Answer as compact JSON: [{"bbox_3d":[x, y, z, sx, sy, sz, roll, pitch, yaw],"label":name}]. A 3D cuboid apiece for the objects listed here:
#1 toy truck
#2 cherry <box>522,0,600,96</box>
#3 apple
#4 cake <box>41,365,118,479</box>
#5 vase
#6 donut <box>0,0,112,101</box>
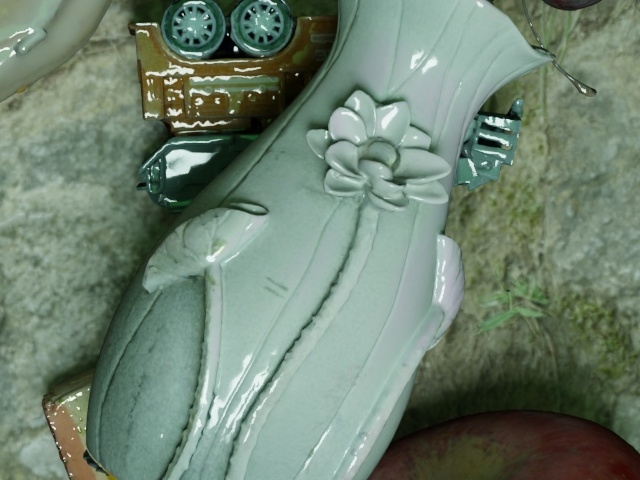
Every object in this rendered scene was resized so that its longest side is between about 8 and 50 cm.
[{"bbox_3d":[0.007,-0.121,1.284,0.338,0.133,0.184,-2,95,-7],"label":"toy truck"},{"bbox_3d":[0.246,-0.256,1.351,0.188,0.115,0.148,48,41,-10],"label":"cherry"},{"bbox_3d":[0.129,0.303,1.178,0.345,0.345,0.269,-26,113,-10],"label":"apple"},{"bbox_3d":[-0.157,0.205,1.273,0.109,0.090,0.225,-22,108,-12],"label":"cake"},{"bbox_3d":[0.000,0.000,1.122,0.250,0.250,0.445,27,90,-6],"label":"vase"},{"bbox_3d":[-0.346,-0.275,1.230,0.382,0.142,0.382,1,85,-10],"label":"donut"}]
